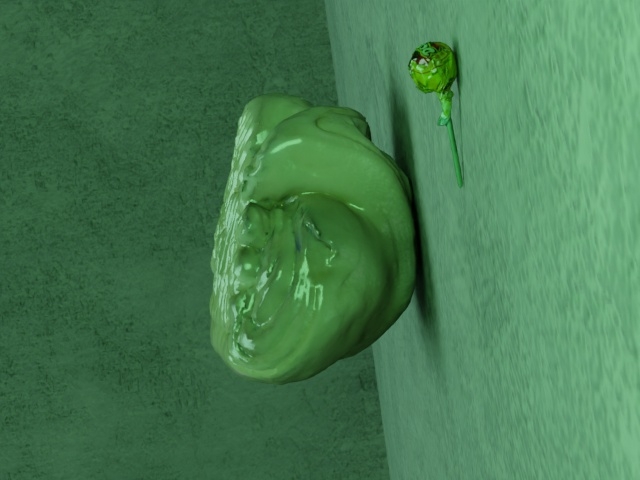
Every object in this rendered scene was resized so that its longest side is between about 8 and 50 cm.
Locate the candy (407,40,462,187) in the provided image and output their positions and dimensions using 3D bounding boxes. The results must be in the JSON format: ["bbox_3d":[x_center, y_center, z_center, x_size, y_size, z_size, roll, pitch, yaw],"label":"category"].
[{"bbox_3d":[0.094,-0.094,0.831,0.035,0.035,0.123,-52,-45,-44],"label":"candy"}]

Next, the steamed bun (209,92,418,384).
[{"bbox_3d":[0.000,0.000,1.337,0.352,0.247,0.339,-141,60,-79],"label":"steamed bun"}]
